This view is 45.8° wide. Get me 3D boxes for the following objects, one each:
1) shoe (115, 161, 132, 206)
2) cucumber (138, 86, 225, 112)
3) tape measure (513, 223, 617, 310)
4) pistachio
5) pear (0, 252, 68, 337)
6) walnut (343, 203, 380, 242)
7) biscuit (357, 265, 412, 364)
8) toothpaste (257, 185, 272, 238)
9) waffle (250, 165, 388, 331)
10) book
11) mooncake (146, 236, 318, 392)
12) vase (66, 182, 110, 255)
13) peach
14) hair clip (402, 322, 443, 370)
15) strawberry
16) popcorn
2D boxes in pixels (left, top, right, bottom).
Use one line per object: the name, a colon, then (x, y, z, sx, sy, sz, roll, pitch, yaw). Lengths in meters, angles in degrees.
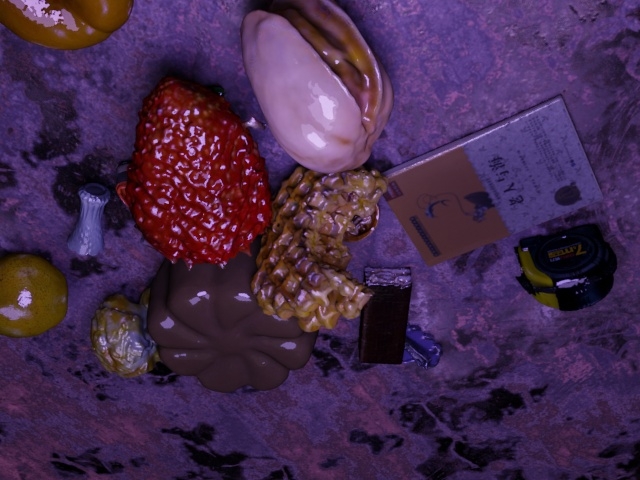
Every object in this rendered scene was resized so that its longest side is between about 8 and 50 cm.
shoe: (-0.355, -0.067, 1.536, 0.074, 0.077, 0.194, -17, 128, 15)
cucumber: (-0.256, -0.250, 1.406, 0.184, 0.033, 0.036, -16, 145, 17)
tape measure: (0.502, 0.063, 1.549, 0.199, 0.186, 0.112, -17, 120, 15)
pistachio: (-0.004, -0.260, 1.270, 0.238, 0.229, 0.321, 3, 131, 45)
pear: (-0.652, 0.119, 1.646, 0.198, 0.198, 0.198, 1, 131, 1)
walnut: (0.074, -0.047, 1.551, 0.121, 0.052, 0.091, -31, 86, 24)
biscuit: (0.143, 0.167, 1.707, 0.106, 0.070, 0.252, 2, 122, 0)
toothpaste: (-0.121, -0.035, 1.584, 0.043, 0.037, 0.178, 4, 131, 4)
waffle: (0.000, 0.000, 1.421, 0.261, 0.324, 0.151, -11, 147, 43)
book: (0.337, -0.105, 1.511, 0.389, 0.032, 0.269, -24, 125, 20)
mooncake: (-0.183, 0.163, 1.623, 0.378, 0.201, 0.378, 3, 139, 3)
vase: (-0.474, -0.048, 1.561, 0.081, 0.081, 0.148, 14, 126, -10)
peach: (-0.417, -0.417, 1.194, 0.251, 0.153, 0.251, 6, 130, 7)
hair clip: (0.204, 0.254, 1.816, 0.195, 0.052, 0.124, 36, 117, -20)
strawberry: (-0.201, -0.122, 1.341, 0.292, 0.292, 0.343, 14, 142, -10)
popcorn: (-0.422, 0.201, 1.717, 0.212, 0.198, 0.198, -44, 123, -6)
